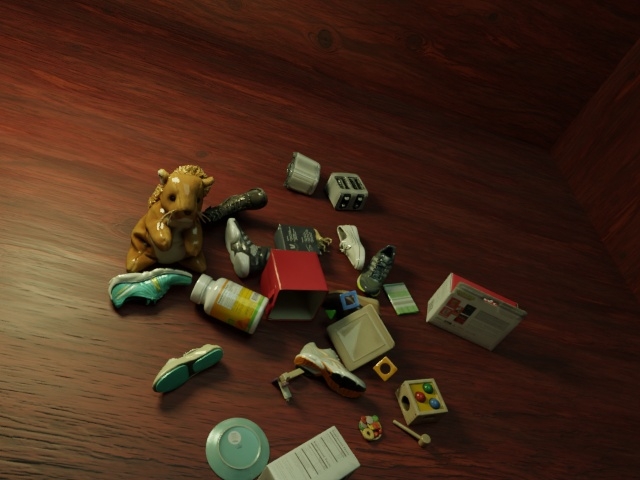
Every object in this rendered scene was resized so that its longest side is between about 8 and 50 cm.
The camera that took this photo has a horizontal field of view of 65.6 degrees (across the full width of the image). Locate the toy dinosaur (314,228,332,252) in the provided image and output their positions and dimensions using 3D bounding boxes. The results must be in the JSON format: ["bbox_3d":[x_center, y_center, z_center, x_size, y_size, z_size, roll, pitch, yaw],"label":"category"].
[{"bbox_3d":[0.000,0.000,2.163,0.092,0.053,0.183,15,42,-12],"label":"toy dinosaur"}]

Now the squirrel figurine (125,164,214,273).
[{"bbox_3d":[-0.519,-0.121,1.771,0.280,0.371,0.397,7,44,-21],"label":"squirrel figurine"}]

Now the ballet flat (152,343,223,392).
[{"bbox_3d":[-0.418,0.386,1.533,0.248,0.086,0.086,-20,58,-42],"label":"ballet flat"}]

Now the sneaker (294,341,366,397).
[{"bbox_3d":[0.047,0.433,1.707,0.262,0.099,0.121,30,36,2],"label":"sneaker"}]

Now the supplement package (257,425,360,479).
[{"bbox_3d":[-0.035,0.657,1.393,0.244,0.139,0.134,-15,54,-37],"label":"supplement package"}]

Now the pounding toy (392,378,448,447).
[{"bbox_3d":[0.339,0.587,1.696,0.180,0.094,0.206,3,45,-25],"label":"pounding toy"}]

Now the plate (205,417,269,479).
[{"bbox_3d":[-0.236,0.599,1.436,0.188,0.024,0.188,14,43,-14],"label":"plate"}]

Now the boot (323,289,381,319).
[{"bbox_3d":[0.106,0.302,1.880,0.248,0.090,0.207,9,55,2],"label":"boot"}]

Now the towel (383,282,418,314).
[{"bbox_3d":[0.338,0.249,2.109,0.113,0.023,0.152,-3,51,-27],"label":"towel"}]

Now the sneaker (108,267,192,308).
[{"bbox_3d":[-0.569,0.164,1.681,0.275,0.107,0.110,-10,72,-29],"label":"sneaker"}]

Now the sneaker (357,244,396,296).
[{"bbox_3d":[0.244,0.120,2.112,0.111,0.121,0.300,28,41,2],"label":"sneaker"}]

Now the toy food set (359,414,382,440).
[{"bbox_3d":[0.165,0.614,1.633,0.083,0.020,0.083,-3,48,-29],"label":"toy food set"}]

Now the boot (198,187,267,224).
[{"bbox_3d":[-0.364,-0.125,2.000,0.229,0.262,0.091,-35,110,-50],"label":"boot"}]

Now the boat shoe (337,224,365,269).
[{"bbox_3d":[0.128,0.025,2.174,0.088,0.096,0.268,7,43,-16],"label":"boat shoe"}]

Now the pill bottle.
[{"bbox_3d":[-0.315,0.212,1.711,0.245,0.136,0.136,25,41,-1],"label":"pill bottle"}]

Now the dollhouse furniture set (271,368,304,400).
[{"bbox_3d":[-0.083,0.467,1.622,0.114,0.091,0.081,-13,69,-40],"label":"dollhouse furniture set"}]

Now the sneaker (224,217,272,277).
[{"bbox_3d":[-0.280,0.026,1.957,0.153,0.101,0.269,-2,54,-31],"label":"sneaker"}]

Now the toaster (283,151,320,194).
[{"bbox_3d":[-0.087,-0.315,2.388,0.146,0.129,0.227,20,40,-12],"label":"toaster"}]

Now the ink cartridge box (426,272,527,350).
[{"bbox_3d":[0.640,0.276,2.043,0.309,0.272,0.130,25,41,-3],"label":"ink cartridge box"}]

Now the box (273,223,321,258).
[{"bbox_3d":[-0.098,0.023,2.055,0.158,0.093,0.156,6,45,-24],"label":"box"}]

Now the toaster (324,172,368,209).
[{"bbox_3d":[0.124,-0.243,2.438,0.167,0.110,0.186,0,47,-29],"label":"toaster"}]

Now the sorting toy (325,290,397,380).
[{"bbox_3d":[0.146,0.356,1.806,0.195,0.047,0.348,-29,69,-3],"label":"sorting toy"}]

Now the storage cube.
[{"bbox_3d":[-0.102,0.167,1.836,0.214,0.184,0.193,4,44,-24],"label":"storage cube"}]
